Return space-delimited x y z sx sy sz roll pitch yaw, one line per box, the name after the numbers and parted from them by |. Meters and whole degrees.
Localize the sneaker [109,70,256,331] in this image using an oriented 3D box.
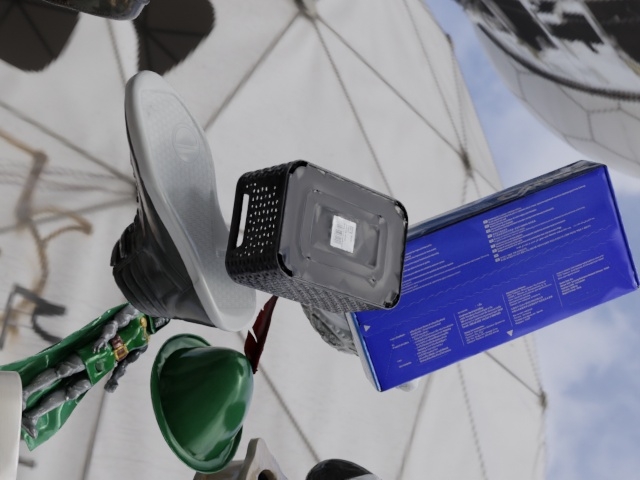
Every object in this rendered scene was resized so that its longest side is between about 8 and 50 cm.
-0.184 -0.032 1.155 0.147 0.104 0.296 -6 -69 35 | sneaker

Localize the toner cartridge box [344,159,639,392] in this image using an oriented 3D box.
0.196 0.039 1.280 0.347 0.075 0.165 -20 -79 -7 | toner cartridge box

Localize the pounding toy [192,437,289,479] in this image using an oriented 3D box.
-0.126 0.393 1.471 0.155 0.269 0.154 -8 -133 15 | pounding toy

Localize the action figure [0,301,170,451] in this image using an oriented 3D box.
-0.274 0.144 1.297 0.063 0.137 0.232 25 -131 35 | action figure

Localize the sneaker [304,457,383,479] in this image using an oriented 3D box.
0.031 0.360 1.359 0.122 0.146 0.330 -42 -153 1 | sneaker

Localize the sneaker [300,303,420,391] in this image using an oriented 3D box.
0.072 0.114 1.518 0.232 0.090 0.115 35 -112 21 | sneaker

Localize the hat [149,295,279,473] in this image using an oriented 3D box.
-0.090 0.170 1.311 0.183 0.173 0.208 -19 -80 29 | hat

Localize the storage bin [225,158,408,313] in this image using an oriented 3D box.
0.000 0.000 1.114 0.084 0.180 0.122 -8 -111 46 | storage bin

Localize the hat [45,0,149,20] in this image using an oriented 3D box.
-0.267 -0.316 1.124 0.331 0.331 0.134 43 -74 35 | hat

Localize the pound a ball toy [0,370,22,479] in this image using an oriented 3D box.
-0.464 0.148 1.047 0.135 0.319 0.208 -7 -101 60 | pound a ball toy
